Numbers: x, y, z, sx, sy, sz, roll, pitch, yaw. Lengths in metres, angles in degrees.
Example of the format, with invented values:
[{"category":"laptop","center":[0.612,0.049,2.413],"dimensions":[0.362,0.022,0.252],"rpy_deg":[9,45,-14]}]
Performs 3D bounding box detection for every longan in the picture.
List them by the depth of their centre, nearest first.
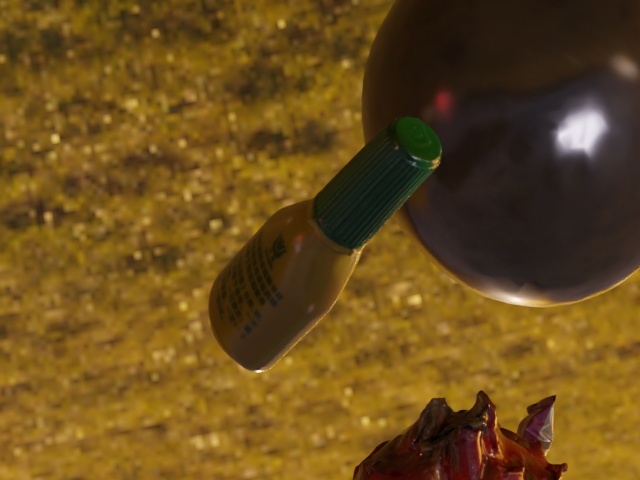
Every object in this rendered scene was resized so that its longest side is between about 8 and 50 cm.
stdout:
[{"category":"longan","center":[0.185,-0.104,1.505],"dimensions":[0.319,0.319,0.319],"rpy_deg":[-11,161,-4]}]

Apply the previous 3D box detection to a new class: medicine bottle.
[{"category":"medicine bottle","center":[0.000,0.000,1.288],"dimensions":[0.064,0.095,0.260],"rpy_deg":[7,143,-34]}]

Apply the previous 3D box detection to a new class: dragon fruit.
[{"category":"dragon fruit","center":[0.066,0.138,0.993],"dimensions":[0.153,0.111,0.153],"rpy_deg":[-13,-156,6]}]

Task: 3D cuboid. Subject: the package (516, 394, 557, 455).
[{"category":"package","center":[0.188,0.180,1.542],"dimensions":[0.029,0.083,0.059],"rpy_deg":[25,154,-10]}]
